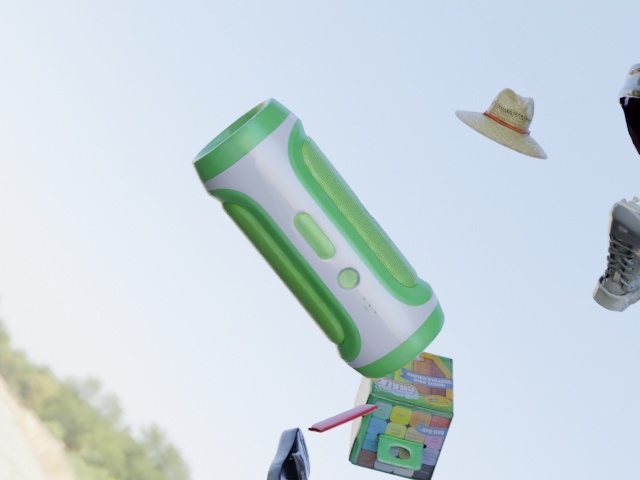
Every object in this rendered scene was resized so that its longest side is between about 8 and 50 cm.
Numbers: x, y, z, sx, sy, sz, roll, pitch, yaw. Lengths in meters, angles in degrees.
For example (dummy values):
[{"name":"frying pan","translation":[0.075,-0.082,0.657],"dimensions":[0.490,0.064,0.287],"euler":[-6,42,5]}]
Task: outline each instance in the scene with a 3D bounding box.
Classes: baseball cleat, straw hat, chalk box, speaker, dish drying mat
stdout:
[{"name":"baseball cleat","translation":[0.350,0.026,1.604],"dimensions":[0.072,0.109,0.206],"euler":[34,-3,29]},{"name":"straw hat","translation":[0.247,-0.164,1.838],"dimensions":[0.144,0.061,0.144],"euler":[24,16,-8]},{"name":"chalk box","translation":[0.122,0.267,2.128],"dimensions":[0.132,0.132,0.213],"euler":[15,25,-4]},{"name":"speaker","translation":[0.000,0.000,1.472],"dimensions":[0.296,0.131,0.131],"euler":[51,-12,-11]},{"name":"dish drying mat","translation":[0.027,0.209,1.669],"dimensions":[0.032,0.083,0.008],"euler":[-1,-76,58]}]

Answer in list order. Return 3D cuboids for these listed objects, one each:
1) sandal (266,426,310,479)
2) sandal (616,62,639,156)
[{"name":"sandal","translation":[-0.030,0.324,1.904],"dimensions":[0.254,0.054,0.097],"euler":[-82,158,-66]},{"name":"sandal","translation":[0.414,-0.145,1.675],"dimensions":[0.446,0.107,0.167],"euler":[-80,150,-63]}]
